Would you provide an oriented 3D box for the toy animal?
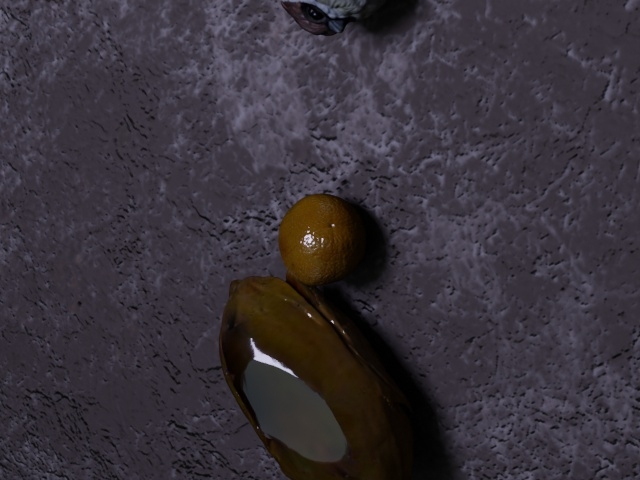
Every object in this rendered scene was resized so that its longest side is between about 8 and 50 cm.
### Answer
[{"bbox_3d":[0.001,-0.228,1.425,0.098,0.098,0.137,-47,57,40],"label":"toy animal"}]

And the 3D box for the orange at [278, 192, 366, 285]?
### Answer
[{"bbox_3d":[0.000,0.000,1.510,0.085,0.085,0.085,15,114,37],"label":"orange"}]

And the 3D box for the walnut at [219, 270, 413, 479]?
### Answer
[{"bbox_3d":[-0.008,0.128,1.524,0.245,0.137,0.137,47,129,16],"label":"walnut"}]
